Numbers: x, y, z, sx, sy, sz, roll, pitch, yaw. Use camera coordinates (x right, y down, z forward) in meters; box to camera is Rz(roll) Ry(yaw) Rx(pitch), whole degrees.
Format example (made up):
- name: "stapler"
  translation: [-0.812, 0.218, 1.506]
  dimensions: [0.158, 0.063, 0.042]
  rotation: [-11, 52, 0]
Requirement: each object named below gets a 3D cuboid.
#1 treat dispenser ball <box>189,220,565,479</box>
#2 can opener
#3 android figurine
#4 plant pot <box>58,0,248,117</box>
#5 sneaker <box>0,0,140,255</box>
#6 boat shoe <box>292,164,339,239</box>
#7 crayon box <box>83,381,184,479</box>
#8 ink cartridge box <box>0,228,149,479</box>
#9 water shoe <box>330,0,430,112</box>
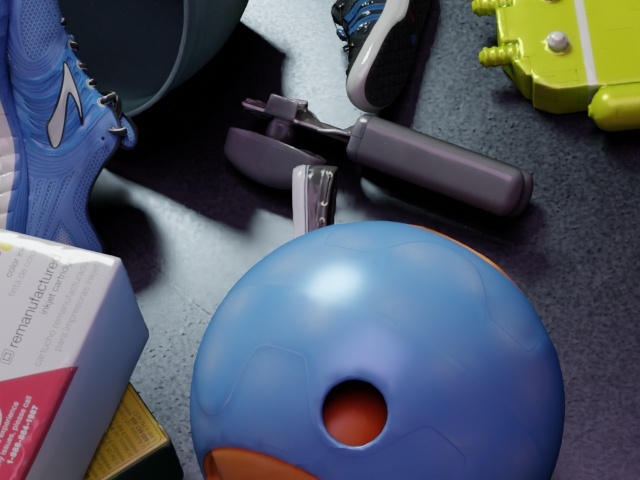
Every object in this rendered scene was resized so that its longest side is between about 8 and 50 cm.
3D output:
- name: "treat dispenser ball"
  translation: [0.043, 0.128, 1.404]
  dimensions: [0.288, 0.288, 0.288]
  rotation: [-3, 58, 5]
- name: "can opener"
  translation: [0.048, -0.064, 1.663]
  dimensions: [0.283, 0.076, 0.095]
  rotation: [21, 96, 18]
- name: "android figurine"
  translation: [0.281, -0.207, 1.720]
  dimensions: [0.273, 0.056, 0.248]
  rotation: [-3, 59, 2]
- name: "plant pot"
  translation: [-0.170, -0.283, 1.709]
  dimensions: [0.293, 0.293, 0.196]
  rotation: [33, 41, 23]
- name: "sneaker"
  translation: [-0.238, -0.127, 1.639]
  dimensions: [0.147, 0.130, 0.330]
  rotation: [-2, 100, -10]
- name: "boat shoe"
  translation: [0.000, 0.000, 1.609]
  dimensions: [0.040, 0.049, 0.142]
  rotation: [-6, 78, 12]
- name: "crayon box"
  translation: [-0.302, 0.194, 1.525]
  dimensions: [0.319, 0.081, 0.202]
  rotation: [-31, 60, -13]
- name: "ink cartridge box"
  translation: [-0.324, 0.099, 1.463]
  dimensions: [0.306, 0.131, 0.226]
  rotation: [14, 61, 13]
- name: "water shoe"
  translation: [0.047, -0.196, 1.735]
  dimensions: [0.080, 0.073, 0.203]
  rotation: [2, 47, 24]
